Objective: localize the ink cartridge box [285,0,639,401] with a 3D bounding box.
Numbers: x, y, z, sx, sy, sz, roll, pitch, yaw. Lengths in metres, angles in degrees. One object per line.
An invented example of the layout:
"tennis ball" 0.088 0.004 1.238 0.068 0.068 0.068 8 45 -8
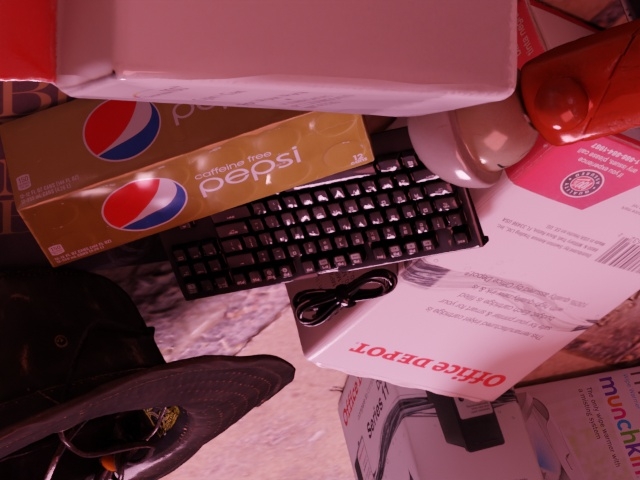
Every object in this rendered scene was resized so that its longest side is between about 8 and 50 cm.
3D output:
"ink cartridge box" 0.112 -0.014 1.018 0.172 0.100 0.237 16 134 -39

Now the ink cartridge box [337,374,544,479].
"ink cartridge box" 0.084 0.162 1.171 0.087 0.208 0.153 -4 145 -15

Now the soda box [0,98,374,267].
"soda box" -0.068 -0.051 0.881 0.181 0.058 0.061 -19 148 0

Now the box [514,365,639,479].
"box" 0.167 0.230 1.392 0.231 0.126 0.262 -8 145 -11

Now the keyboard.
"keyboard" 0.000 0.000 0.938 0.180 0.023 0.108 -10 119 21

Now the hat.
"hat" -0.189 0.096 0.998 0.331 0.134 0.331 -25 167 -6

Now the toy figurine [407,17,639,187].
"toy figurine" 0.069 -0.148 0.703 0.148 0.213 0.209 -15 148 28

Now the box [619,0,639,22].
"box" 0.290 -0.138 0.910 0.207 0.108 0.153 -36 143 27

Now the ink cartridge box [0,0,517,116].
"ink cartridge box" -0.065 -0.191 0.508 0.261 0.296 0.066 0 179 -26

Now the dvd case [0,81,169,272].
"dvd case" -0.108 -0.051 0.934 0.165 0.018 0.221 -7 146 -16
